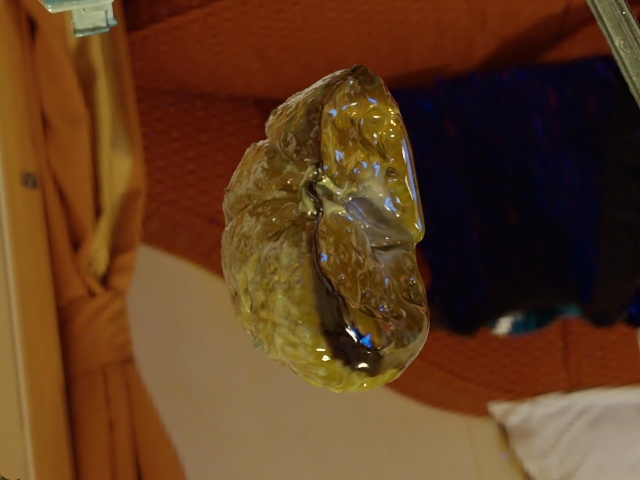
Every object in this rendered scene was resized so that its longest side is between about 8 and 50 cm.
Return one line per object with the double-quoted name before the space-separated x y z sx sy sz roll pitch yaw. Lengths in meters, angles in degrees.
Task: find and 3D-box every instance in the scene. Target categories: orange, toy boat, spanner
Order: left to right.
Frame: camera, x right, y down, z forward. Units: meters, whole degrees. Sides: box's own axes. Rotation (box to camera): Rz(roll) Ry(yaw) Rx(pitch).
"toy boat" -0.250 -0.256 1.419 0.088 0.102 0.215 -11 -154 -13
"orange" 0.000 0.000 1.618 0.210 0.368 0.271 -15 154 35
"spanner" 0.255 -0.163 1.168 0.071 0.017 0.302 -4 128 49

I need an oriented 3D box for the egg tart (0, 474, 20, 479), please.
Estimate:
"egg tart" -0.302 0.218 0.979 0.197 0.078 0.197 -41 153 -26
